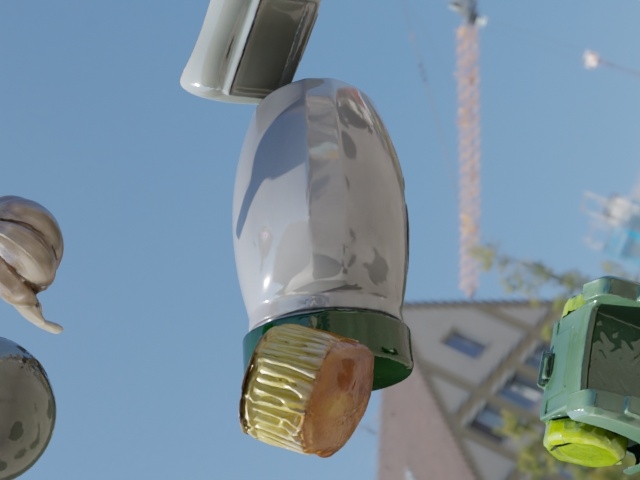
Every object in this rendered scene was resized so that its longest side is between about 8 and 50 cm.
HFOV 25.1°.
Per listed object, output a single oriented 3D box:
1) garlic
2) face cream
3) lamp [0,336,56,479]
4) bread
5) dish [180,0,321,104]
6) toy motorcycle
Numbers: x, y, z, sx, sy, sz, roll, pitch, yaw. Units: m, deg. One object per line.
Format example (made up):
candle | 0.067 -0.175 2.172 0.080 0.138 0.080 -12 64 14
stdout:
garlic | -0.350 0.035 1.693 0.127 0.131 0.194 -30 -66 -7
face cream | 0.000 0.000 1.798 0.312 0.219 0.357 98 171 -69
lamp | -0.233 0.116 0.983 0.105 0.105 0.105 -41 -37 -40
bread | -0.008 0.160 1.525 0.190 0.114 0.132 12 -88 -68
dish | -0.074 -0.260 1.822 0.151 0.077 0.212 3 -59 -34
toy motorcycle | 0.427 0.177 1.654 0.200 0.326 0.191 131 155 -60
